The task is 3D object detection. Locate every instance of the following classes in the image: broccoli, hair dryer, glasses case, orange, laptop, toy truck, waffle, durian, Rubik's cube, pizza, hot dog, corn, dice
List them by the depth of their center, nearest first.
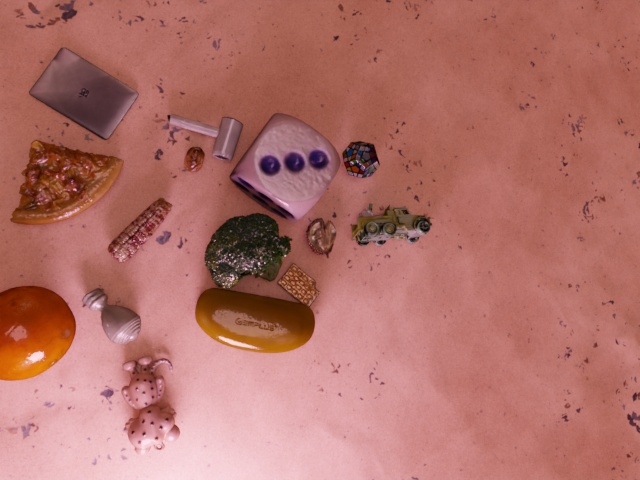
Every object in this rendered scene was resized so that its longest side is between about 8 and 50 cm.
[{"bbox_3d":[-0.802,0.251,1.447,0.261,0.261,0.260,1,84,-14],"label":"orange"},{"bbox_3d":[-0.751,-0.154,1.595,0.269,0.087,0.257,11,85,-15],"label":"pizza"},{"bbox_3d":[-0.549,-0.036,1.632,0.079,0.079,0.237,40,76,-7],"label":"corn"},{"bbox_3d":[-0.225,0.038,1.647,0.242,0.262,0.269,39,77,-47],"label":"broccoli"},{"bbox_3d":[-0.203,0.255,1.653,0.372,0.141,0.173,12,82,-12],"label":"glasses case"},{"bbox_3d":[-0.732,-0.456,1.661,0.269,0.015,0.187,31,78,-9],"label":"laptop"},{"bbox_3d":[-0.112,-0.226,1.678,0.259,0.243,0.251,36,77,-11],"label":"dice"},{"bbox_3d":[-0.403,-0.261,1.711,0.058,0.035,0.083,15,81,-8],"label":"hot dog"},{"bbox_3d":[-0.379,-0.350,1.712,0.237,0.073,0.131,18,82,-9],"label":"hair dryer"},{"bbox_3d":[-0.065,0.149,1.759,0.135,0.021,0.092,39,77,-7],"label":"waffle"},{"bbox_3d":[0.002,0.000,1.766,0.111,0.071,0.140,-6,72,-19],"label":"durian"},{"bbox_3d":[0.137,-0.274,1.806,0.112,0.133,0.133,27,77,-38],"label":"Rubik's cube"},{"bbox_3d":[0.239,-0.061,1.807,0.260,0.128,0.135,1,70,-14],"label":"toy truck"}]

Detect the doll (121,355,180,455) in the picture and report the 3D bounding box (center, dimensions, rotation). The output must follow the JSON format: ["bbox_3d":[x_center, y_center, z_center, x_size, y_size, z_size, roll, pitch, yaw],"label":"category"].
[{"bbox_3d":[-0.504,0.482,1.578,0.154,0.119,0.277,-6,76,-15],"label":"doll"}]

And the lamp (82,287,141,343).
[{"bbox_3d":[-0.614,0.223,1.582,0.193,0.106,0.106,44,76,4],"label":"lamp"}]
